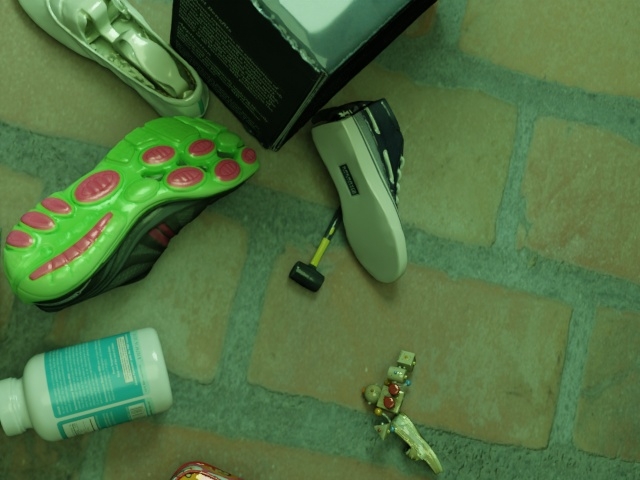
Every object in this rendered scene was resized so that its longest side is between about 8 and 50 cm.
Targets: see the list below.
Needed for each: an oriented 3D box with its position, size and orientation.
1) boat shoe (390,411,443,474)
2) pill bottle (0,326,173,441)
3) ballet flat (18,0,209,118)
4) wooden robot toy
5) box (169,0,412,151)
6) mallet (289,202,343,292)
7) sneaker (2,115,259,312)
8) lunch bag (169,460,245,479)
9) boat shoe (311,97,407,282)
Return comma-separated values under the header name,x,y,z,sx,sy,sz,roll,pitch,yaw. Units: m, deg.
name,x,y,z,sx,sy,sz,roll,pitch,yaw
boat shoe,0.176,0.387,1.426,0.045,0.050,0.135,-36,84,-10
pill bottle,-0.386,0.241,1.252,0.264,0.146,0.146,-12,88,-14
ballet flat,-0.353,-0.359,1.318,0.400,0.139,0.139,39,78,-7
wooden robot toy,0.115,0.278,1.407,0.079,0.076,0.173,13,68,22
box,0.025,-0.445,1.239,0.480,0.472,0.297,-45,96,-13
mallet,0.000,0.000,1.423,0.062,0.039,0.190,24,76,-14
sneaker,-0.313,-0.051,1.289,0.482,0.202,0.185,-35,76,-29
lunch bag,-0.208,0.524,1.243,0.258,0.120,0.293,27,79,-7
boat shoe,0.114,-0.103,1.412,0.158,0.127,0.341,-32,108,-40
